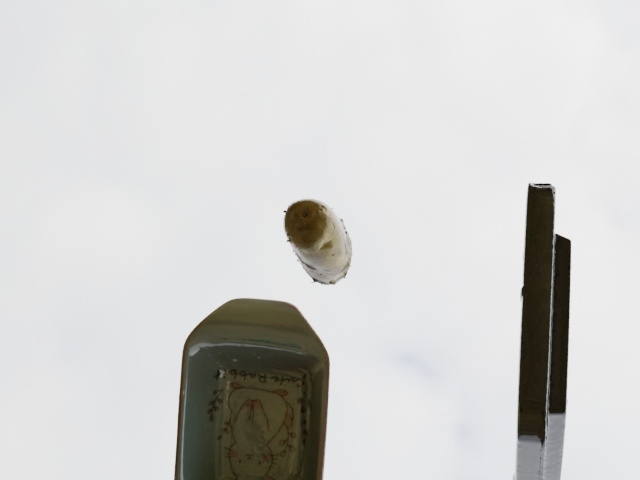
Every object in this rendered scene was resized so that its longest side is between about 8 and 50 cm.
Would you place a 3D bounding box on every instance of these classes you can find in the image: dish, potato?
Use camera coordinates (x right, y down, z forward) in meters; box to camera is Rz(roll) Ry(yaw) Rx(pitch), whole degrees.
[{"bbox_3d":[-0.062,0.174,1.325,0.154,0.064,0.234,5,-84,12],"label":"dish"},{"bbox_3d":[0.000,0.000,0.887,0.040,0.083,0.051,-40,-114,-10],"label":"potato"}]

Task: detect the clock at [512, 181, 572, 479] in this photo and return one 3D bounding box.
[{"bbox_3d":[0.215,0.123,1.263,0.049,0.273,0.279,3,-123,9],"label":"clock"}]
